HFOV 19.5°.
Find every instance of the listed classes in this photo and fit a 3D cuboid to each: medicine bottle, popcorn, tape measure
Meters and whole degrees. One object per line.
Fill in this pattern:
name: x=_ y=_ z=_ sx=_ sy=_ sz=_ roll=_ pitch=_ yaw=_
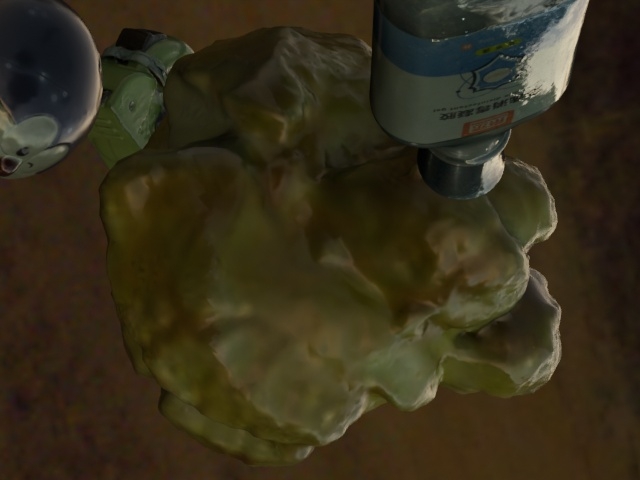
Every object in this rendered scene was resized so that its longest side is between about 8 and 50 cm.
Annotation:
medicine bottle: x=0.065 y=-0.077 z=0.785 sx=0.208 sy=0.090 sz=0.053 roll=87 pitch=-16 yaw=-67
popcorn: x=0.005 y=0.001 z=1.077 sx=0.225 sy=0.277 sz=0.276 roll=71 pitch=10 yaw=-75
tape measure: x=-0.181 y=-0.140 z=1.926 sx=0.154 sy=0.088 sz=0.177 roll=-64 pitch=153 yaw=-25

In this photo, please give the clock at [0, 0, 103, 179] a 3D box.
clock: x=-0.283 y=-0.135 z=1.405 sx=0.199 sy=0.243 sz=0.146 roll=76 pitch=33 yaw=-71
